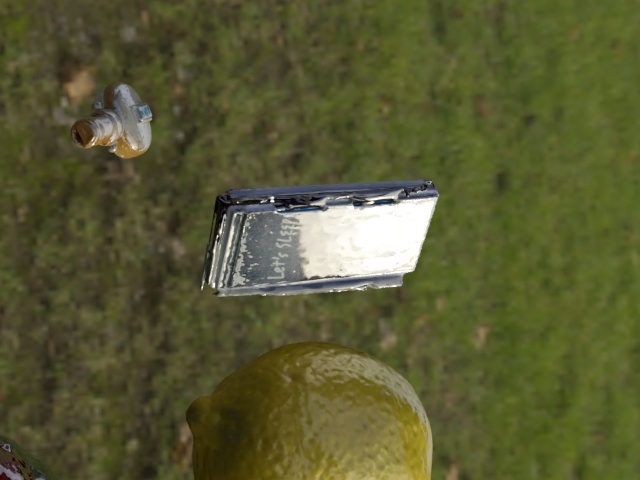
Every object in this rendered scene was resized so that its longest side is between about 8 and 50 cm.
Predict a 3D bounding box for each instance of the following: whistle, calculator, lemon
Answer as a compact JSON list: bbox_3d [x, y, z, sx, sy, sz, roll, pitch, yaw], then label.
[{"bbox_3d":[-0.280,-0.160,2.161,0.220,0.057,0.107,-37,108,-72],"label":"whistle"},{"bbox_3d":[0.000,0.000,1.874,0.028,0.274,0.165,-112,-153,-42],"label":"calculator"},{"bbox_3d":[-0.015,0.216,1.612,0.253,0.228,0.228,2,79,-27],"label":"lemon"}]

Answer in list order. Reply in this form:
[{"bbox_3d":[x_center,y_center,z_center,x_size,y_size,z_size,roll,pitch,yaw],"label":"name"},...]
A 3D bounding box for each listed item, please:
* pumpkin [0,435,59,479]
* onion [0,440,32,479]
[{"bbox_3d":[-0.476,0.428,1.878,0.344,0.454,0.454,-116,-168,-71],"label":"pumpkin"},{"bbox_3d":[-0.310,0.171,1.058,0.248,0.248,0.161,-9,106,-69],"label":"onion"}]
